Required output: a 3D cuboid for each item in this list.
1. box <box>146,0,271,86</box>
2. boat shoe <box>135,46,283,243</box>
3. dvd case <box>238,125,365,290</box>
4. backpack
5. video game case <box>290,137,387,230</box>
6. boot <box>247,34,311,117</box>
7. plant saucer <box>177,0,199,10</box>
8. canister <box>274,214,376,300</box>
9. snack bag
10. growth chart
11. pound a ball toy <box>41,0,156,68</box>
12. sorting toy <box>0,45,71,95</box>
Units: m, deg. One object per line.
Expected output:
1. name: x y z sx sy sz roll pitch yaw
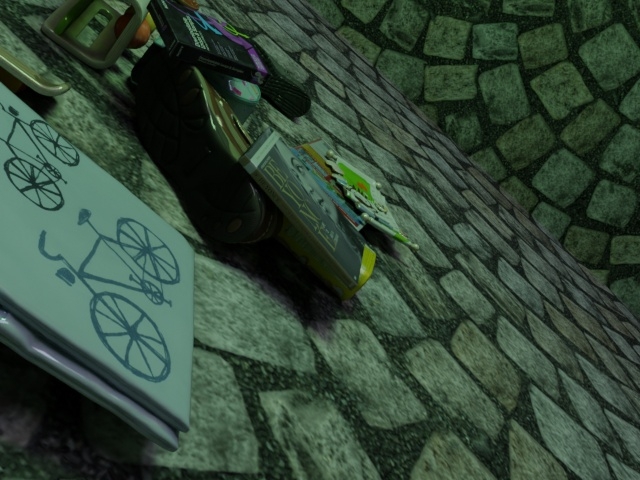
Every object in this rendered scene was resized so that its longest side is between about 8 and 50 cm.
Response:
1. box: -0.157 -0.283 1.011 0.162 0.029 0.116 7 43 -43
2. boat shoe: -0.153 -0.124 0.988 0.120 0.122 0.324 17 41 -59
3. dvd case: -0.016 -0.050 0.965 0.221 0.018 0.164 49 19 -12
4. backpack: -0.183 -0.261 1.137 0.188 0.144 0.166 40 17 -16
5. video game case: 0.028 -0.112 1.401 0.204 0.025 0.285 45 21 2
6. boot: -0.126 -0.374 1.571 0.246 0.083 0.161 40 13 -25
7. plant saucer: -0.317 -0.558 1.638 0.083 0.013 0.083 36 23 -18
8. canister: 0.000 0.000 1.070 0.170 0.073 0.126 43 21 -6
9. snack bag: -0.238 -0.015 0.615 0.342 0.037 0.323 44 13 -25
10. growth chart: 0.093 -0.082 1.400 0.172 0.021 0.237 27 26 -35
11. pound a ball toy: -0.293 -0.390 1.089 0.135 0.208 0.319 34 22 -22
12. sorting toy: -0.376 -0.214 0.775 0.208 0.038 0.193 33 1 -22
